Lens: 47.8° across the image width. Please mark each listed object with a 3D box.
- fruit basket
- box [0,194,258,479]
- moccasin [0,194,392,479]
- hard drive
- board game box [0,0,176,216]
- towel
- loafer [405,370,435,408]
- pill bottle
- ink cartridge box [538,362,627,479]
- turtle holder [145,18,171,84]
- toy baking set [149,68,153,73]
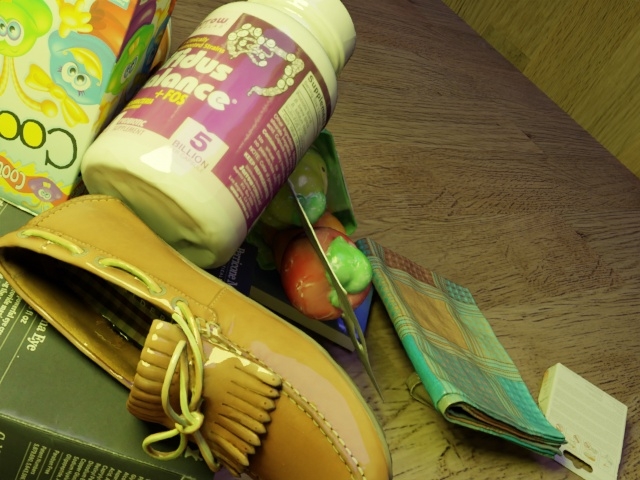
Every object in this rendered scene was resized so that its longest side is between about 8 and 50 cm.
[{"bbox_3d":[0.000,0.000,0.931,0.165,0.327,0.353,-29,55,-6],"label":"fruit basket"},{"bbox_3d":[-0.256,0.107,0.737,0.312,0.179,0.343,23,34,-12],"label":"box"},{"bbox_3d":[-0.110,0.097,0.578,0.380,0.139,0.147,41,34,14],"label":"moccasin"},{"bbox_3d":[-0.065,0.025,1.130,0.319,0.040,0.210,29,33,-6],"label":"hard drive"},{"bbox_3d":[-0.250,-0.178,0.699,0.142,0.275,0.144,28,32,-7],"label":"board game box"},{"bbox_3d":[0.208,0.151,1.115,0.271,0.040,0.370,26,25,-32],"label":"towel"},{"bbox_3d":[0.193,0.233,1.055,0.148,0.056,0.050,24,27,-13],"label":"loafer"},{"bbox_3d":[-0.086,-0.132,0.736,0.169,0.169,0.301,32,63,0],"label":"pill bottle"},{"bbox_3d":[0.421,0.309,1.177,0.145,0.045,0.179,33,51,0],"label":"ink cartridge box"},{"bbox_3d":[-0.399,-0.355,1.203,0.320,0.227,0.243,1,56,20],"label":"turtle holder"},{"bbox_3d":[-0.225,-0.337,1.356,0.197,0.030,0.256,-14,19,-21],"label":"toy baking set"}]
